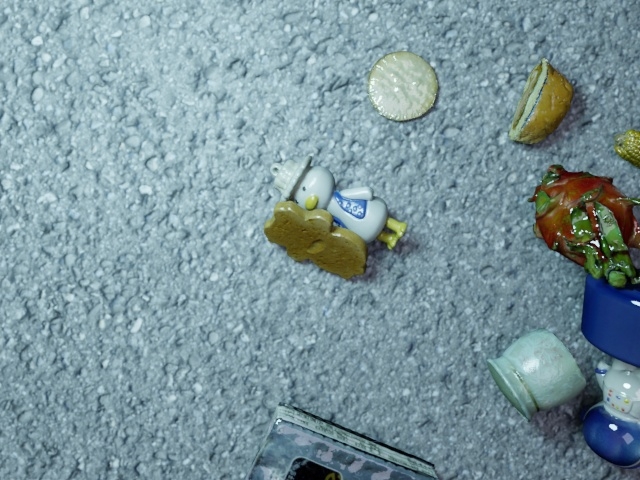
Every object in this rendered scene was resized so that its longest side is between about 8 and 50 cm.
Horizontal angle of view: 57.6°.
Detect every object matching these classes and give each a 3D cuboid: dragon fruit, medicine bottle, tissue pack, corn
[{"bbox_3d":[0.503,-0.035,1.100,0.200,0.269,0.198,37,120,-7],"label":"dragon fruit"},{"bbox_3d":[0.424,0.266,1.154,0.143,0.147,0.147,-33,91,2],"label":"medicine bottle"},{"bbox_3d":[0.028,0.511,1.165,0.361,0.122,0.259,24,94,-3],"label":"tissue pack"},{"bbox_3d":[0.697,-0.164,1.192,0.207,0.068,0.068,28,90,-1],"label":"corn"}]

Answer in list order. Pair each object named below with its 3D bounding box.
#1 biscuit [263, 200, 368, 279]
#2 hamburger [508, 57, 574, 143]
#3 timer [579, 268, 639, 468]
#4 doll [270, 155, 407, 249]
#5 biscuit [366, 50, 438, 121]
[{"bbox_3d":[0.000,0.000,1.152,0.226,0.166,0.036,26,50,-8],"label":"biscuit"},{"bbox_3d":[0.461,-0.272,1.175,0.102,0.087,0.176,20,88,0],"label":"hamburger"},{"bbox_3d":[0.616,0.265,1.128,0.270,0.270,0.383,8,104,-1],"label":"timer"},{"bbox_3d":[0.030,-0.075,1.156,0.293,0.119,0.138,30,133,-3],"label":"doll"},{"bbox_3d":[0.169,-0.319,1.202,0.152,0.020,0.152,0,91,-1],"label":"biscuit"}]
